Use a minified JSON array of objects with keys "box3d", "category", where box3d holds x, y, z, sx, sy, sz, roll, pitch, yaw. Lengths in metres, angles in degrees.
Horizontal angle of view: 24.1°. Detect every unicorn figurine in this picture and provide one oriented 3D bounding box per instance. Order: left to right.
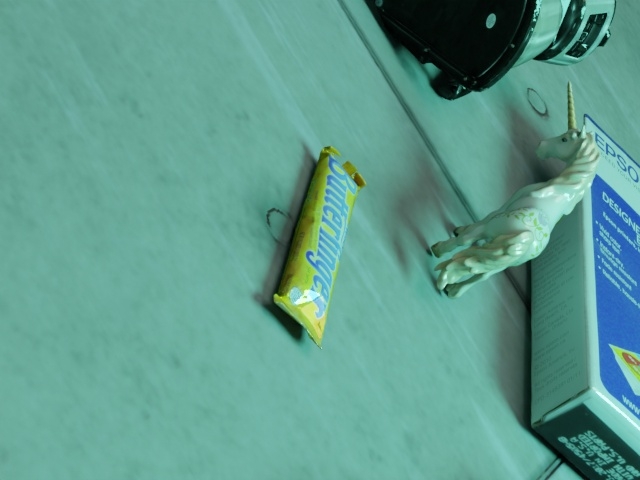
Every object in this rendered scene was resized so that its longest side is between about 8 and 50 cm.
[{"box3d":[0.134,-0.018,1.001,0.060,0.111,0.162,45,33,-18],"category":"unicorn figurine"}]

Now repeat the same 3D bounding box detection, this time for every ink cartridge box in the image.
[{"box3d":[0.272,0.100,1.134,0.303,0.072,0.307,41,33,-23],"category":"ink cartridge box"}]

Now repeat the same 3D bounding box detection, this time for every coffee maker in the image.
[{"box3d":[0.128,-0.203,1.150,0.171,0.120,0.178,60,31,6],"category":"coffee maker"}]

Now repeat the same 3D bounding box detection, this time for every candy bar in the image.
[{"box3d":[0.000,0.000,0.890,0.040,0.018,0.161,44,34,-21],"category":"candy bar"}]
